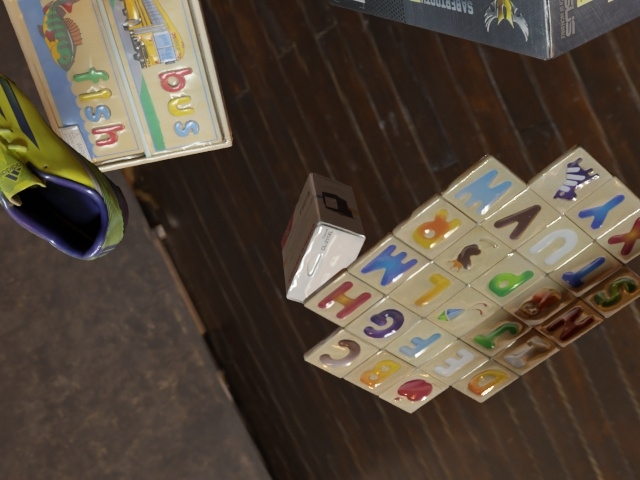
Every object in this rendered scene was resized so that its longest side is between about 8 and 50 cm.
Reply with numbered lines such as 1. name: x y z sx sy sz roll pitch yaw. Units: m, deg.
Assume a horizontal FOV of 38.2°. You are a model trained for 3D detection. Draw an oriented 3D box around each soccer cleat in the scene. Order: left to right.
1. soccer cleat: -0.311 -0.088 0.911 0.289 0.093 0.121 40 -165 -15

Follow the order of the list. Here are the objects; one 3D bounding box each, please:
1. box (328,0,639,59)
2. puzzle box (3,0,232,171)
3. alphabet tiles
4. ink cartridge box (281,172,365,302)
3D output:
1. box: 0.136 -0.203 0.644 0.232 0.183 0.059 31 143 47
2. puzzle box: -0.301 -0.295 1.378 0.052 0.272 0.409 -103 1 -52
3. alphabet tiles: 0.161 0.054 0.910 0.342 0.285 0.011 -40 40 23
4. ink cartridge box: 0.000 0.000 1.329 0.175 0.072 0.128 -100 31 -62
